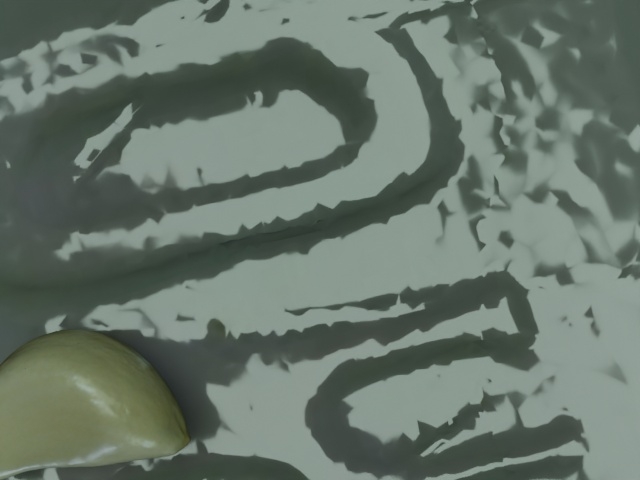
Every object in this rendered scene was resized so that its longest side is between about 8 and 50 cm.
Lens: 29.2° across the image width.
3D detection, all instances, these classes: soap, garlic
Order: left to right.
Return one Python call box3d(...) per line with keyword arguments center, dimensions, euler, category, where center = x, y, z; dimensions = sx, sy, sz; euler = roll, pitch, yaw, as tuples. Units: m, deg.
box3d(center=(-0.092, 0.059, 0.448), dimensions=(0.083, 0.041, 0.053), euler=(-15, 94, 15), category="garlic")
box3d(center=(0.000, 0.000, 0.572), dimensions=(0.350, 0.213, 0.435), euler=(-12, 82, 4), category="soap")
